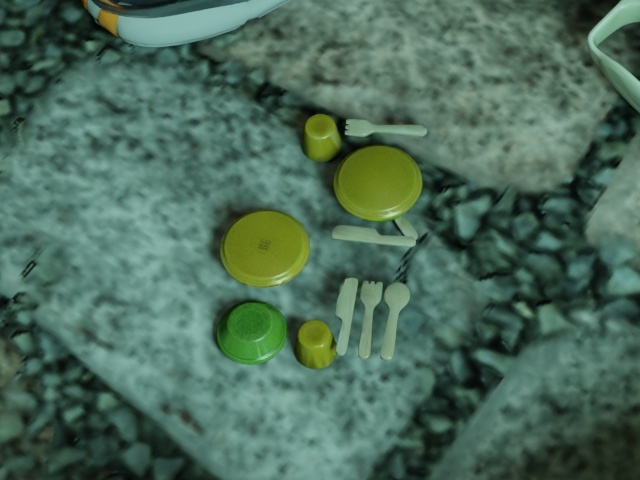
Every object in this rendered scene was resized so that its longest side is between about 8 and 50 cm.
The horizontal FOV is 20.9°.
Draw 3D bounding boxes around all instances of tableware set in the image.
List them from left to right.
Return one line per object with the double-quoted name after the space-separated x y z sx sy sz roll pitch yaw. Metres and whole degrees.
0.000 0.000 0.926 0.104 0.024 0.154 5 60 7 "tableware set"

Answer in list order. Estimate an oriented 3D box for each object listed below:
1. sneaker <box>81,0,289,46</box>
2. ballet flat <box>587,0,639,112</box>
0.009 -0.226 0.966 0.321 0.180 0.124 -25 63 -14 "sneaker"
0.184 -0.151 0.978 0.096 0.095 0.280 -23 61 3 "ballet flat"
